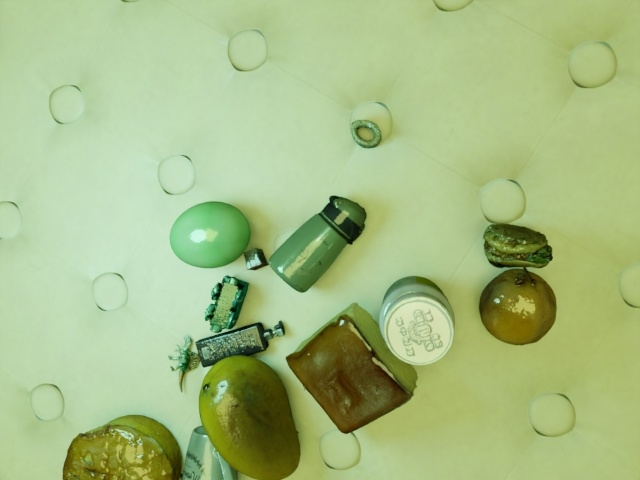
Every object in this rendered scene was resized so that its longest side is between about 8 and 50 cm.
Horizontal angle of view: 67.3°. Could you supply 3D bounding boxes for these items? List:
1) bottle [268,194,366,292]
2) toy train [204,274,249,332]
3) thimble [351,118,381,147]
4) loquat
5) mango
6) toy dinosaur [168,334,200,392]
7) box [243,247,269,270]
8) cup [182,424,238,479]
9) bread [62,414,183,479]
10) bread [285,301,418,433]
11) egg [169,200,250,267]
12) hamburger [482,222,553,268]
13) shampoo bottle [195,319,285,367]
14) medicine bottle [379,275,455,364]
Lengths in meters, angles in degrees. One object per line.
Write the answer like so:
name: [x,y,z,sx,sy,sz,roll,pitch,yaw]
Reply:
bottle: [0.002,0.001,1.568,0.168,0.168,0.347,45,92,5]
toy train: [-0.314,0.210,1.623,0.107,0.154,0.198,19,95,4]
thimble: [0.148,-0.353,1.582,0.110,0.062,0.084,40,96,5]
loquat: [0.600,0.204,1.470,0.238,0.193,0.238,10,115,22]
mango: [-0.216,0.587,1.575,0.220,0.301,0.445,-19,108,48]
toy dinosaur: [-0.480,0.436,1.714,0.106,0.044,0.187,-21,88,-7]
box: [-0.222,0.064,1.642,0.060,0.084,0.063,-23,80,10]
cup: [-0.351,0.760,1.607,0.186,0.258,0.234,5,86,-36]
bread: [-0.682,0.795,1.667,0.398,0.215,0.398,0,92,10]
bread: [0.093,0.409,1.520,0.323,0.143,0.333,49,124,5]
egg: [-0.365,-0.018,1.589,0.269,0.220,0.220,-8,91,16]
hamburger: [0.598,0.025,1.476,0.206,0.183,0.130,12,114,12]
shampoo bottle: [-0.271,0.351,1.661,0.309,0.071,0.098,-17,88,9]
medicine bottle: [0.282,0.226,1.422,0.213,0.378,0.214,0,93,10]
